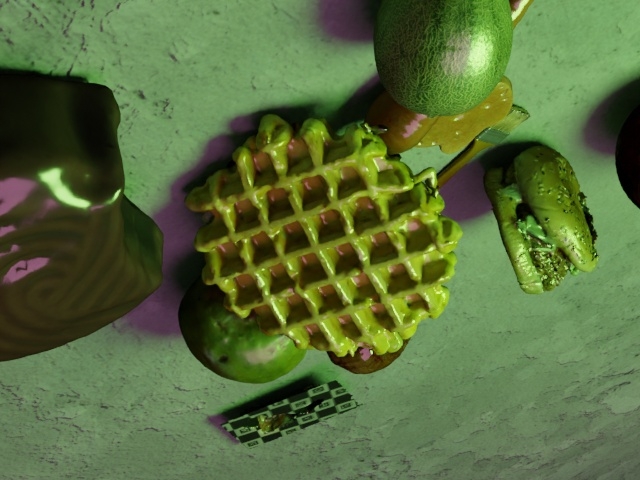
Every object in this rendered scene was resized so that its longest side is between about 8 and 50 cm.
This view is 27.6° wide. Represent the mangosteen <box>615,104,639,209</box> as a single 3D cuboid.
[{"bbox_3d":[0.478,-0.104,1.596,0.216,0.216,0.216,-16,149,-10],"label":"mangosteen"}]

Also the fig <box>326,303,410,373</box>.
[{"bbox_3d":[0.033,0.101,1.771,0.146,0.133,0.201,-34,-157,-32],"label":"fig"}]

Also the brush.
[{"bbox_3d":[0.187,-0.109,1.600,0.043,0.014,0.170,12,137,-41],"label":"brush"}]

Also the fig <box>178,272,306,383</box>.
[{"bbox_3d":[-0.087,0.116,1.643,0.167,0.167,0.233,-18,141,-7],"label":"fig"}]

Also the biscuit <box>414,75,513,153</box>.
[{"bbox_3d":[0.156,-0.143,1.516,0.140,0.023,0.118,-15,149,-12],"label":"biscuit"}]

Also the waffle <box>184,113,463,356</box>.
[{"bbox_3d":[0.010,0.005,1.463,0.329,0.062,0.329,5,119,9],"label":"waffle"}]

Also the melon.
[{"bbox_3d":[0.120,-0.198,1.291,0.139,0.139,0.192,-12,138,-16],"label":"melon"}]

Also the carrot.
[{"bbox_3d":[0.149,-0.194,1.395,0.069,0.069,0.336,15,130,-45],"label":"carrot"}]

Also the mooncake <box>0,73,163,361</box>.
[{"bbox_3d":[-0.297,-0.008,1.307,0.334,0.174,0.326,3,139,-34],"label":"mooncake"}]

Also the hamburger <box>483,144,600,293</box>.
[{"bbox_3d":[0.280,-0.025,1.623,0.113,0.185,0.177,-18,106,12],"label":"hamburger"}]

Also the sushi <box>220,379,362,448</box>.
[{"bbox_3d":[-0.046,0.257,2.019,0.201,0.031,0.139,-22,150,7],"label":"sushi"}]
